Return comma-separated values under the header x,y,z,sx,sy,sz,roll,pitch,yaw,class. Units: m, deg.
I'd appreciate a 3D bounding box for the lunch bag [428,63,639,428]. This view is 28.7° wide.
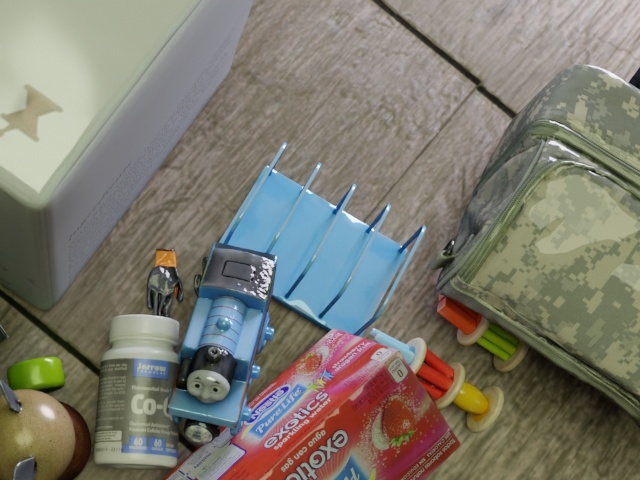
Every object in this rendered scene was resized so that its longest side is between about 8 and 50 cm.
x,y,z,sx,sy,sz,roll,pitch,yaw,class
0.281,0.023,1.205,0.305,0.212,0.256,34,64,-3,lunch bag

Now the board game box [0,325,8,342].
x,y,z,sx,sy,sz,roll,pitch,yaw,class
-0.374,0.076,1.110,0.126,0.026,0.186,-41,46,-18,board game box

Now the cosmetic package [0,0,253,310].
x,y,z,sx,sy,sz,roll,pitch,yaw,class
-0.271,-0.188,1.064,0.329,0.393,0.327,35,72,-2,cosmetic package

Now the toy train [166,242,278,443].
x,y,z,sx,sy,sz,roll,pitch,yaw,class
-0.088,0.093,1.130,0.080,0.105,0.184,12,46,3,toy train

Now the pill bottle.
x,y,z,sx,sy,sz,roll,pitch,yaw,class
-0.168,0.142,1.166,0.078,0.078,0.137,4,76,-10,pill bottle

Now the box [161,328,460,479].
x,y,z,sx,sy,sz,roll,pitch,yaw,class
-0.018,0.212,1.136,0.257,0.128,0.122,-41,113,-18,box

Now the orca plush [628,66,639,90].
x,y,z,sx,sy,sz,roll,pitch,yaw,class
0.409,-0.052,1.348,0.287,0.102,0.151,46,27,-8,orca plush

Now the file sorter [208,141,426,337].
x,y,z,sx,sy,sz,roll,pitch,yaw,class
0.000,0.000,1.218,0.170,0.104,0.118,31,66,-2,file sorter

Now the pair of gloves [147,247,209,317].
x,y,z,sx,sy,sz,roll,pitch,yaw,class
-0.129,0.046,1.234,0.083,0.010,0.074,5,75,-9,pair of gloves

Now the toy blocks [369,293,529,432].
x,y,z,sx,sy,sz,roll,pitch,yaw,class
0.123,0.102,1.229,0.148,0.054,0.123,33,71,-18,toy blocks

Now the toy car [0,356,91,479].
x,y,z,sx,sy,sz,roll,pitch,yaw,class
-0.272,0.178,1.077,0.149,0.188,0.155,-12,79,-14,toy car
